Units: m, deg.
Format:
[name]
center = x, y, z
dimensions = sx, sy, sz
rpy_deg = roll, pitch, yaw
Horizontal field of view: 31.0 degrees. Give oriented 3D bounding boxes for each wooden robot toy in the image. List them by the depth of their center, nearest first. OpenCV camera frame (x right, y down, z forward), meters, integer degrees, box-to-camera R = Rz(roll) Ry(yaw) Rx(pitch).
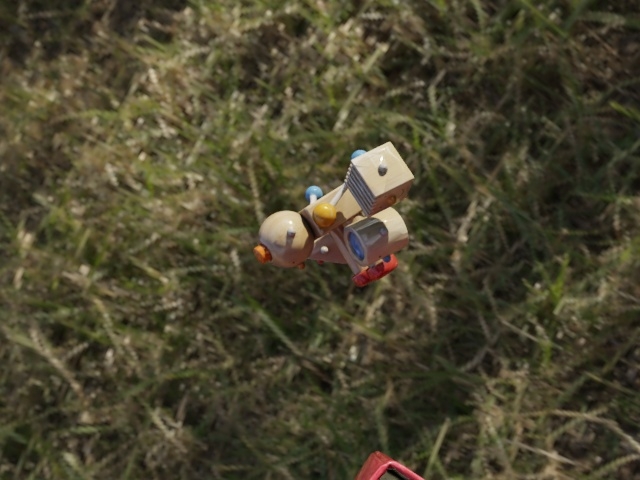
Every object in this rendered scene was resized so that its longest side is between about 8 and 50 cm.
[wooden robot toy]
center = 0.000, 0.000, 0.719
dimensions = 0.076, 0.079, 0.173
rpy_deg = 63, 159, 2

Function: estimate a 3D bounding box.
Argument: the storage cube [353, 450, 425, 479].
[storage cube]
center = 0.059, 0.247, 0.655
dimensions = 0.215, 0.183, 0.193
rpy_deg = -56, -5, -7
